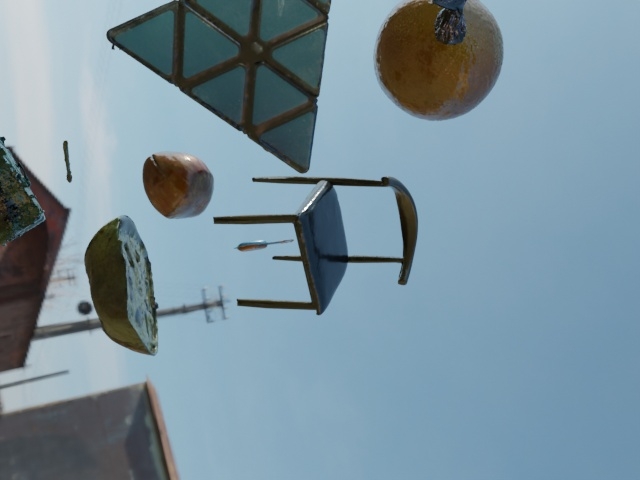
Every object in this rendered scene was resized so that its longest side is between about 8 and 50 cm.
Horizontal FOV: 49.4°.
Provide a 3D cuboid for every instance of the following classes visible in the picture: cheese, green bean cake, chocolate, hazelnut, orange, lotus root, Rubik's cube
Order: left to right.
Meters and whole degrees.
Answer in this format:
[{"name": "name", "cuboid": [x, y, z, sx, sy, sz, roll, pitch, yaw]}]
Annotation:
[{"name": "green bean cake", "cuboid": [-0.536, -0.099, 1.120, 0.208, 0.107, 0.193, 62, -16, -4]}, {"name": "lotus root", "cuboid": [-0.284, 0.068, 0.975, 0.203, 0.078, 0.183, 83, -4, -52]}, {"name": "hazelnut", "cuboid": [-0.298, -0.115, 1.428, 0.150, 0.150, 0.150, 25, -61, 56]}, {"name": "Rubik's cube", "cuboid": [-0.098, -0.261, 0.936, 0.228, 0.233, 0.228, 17, -21, 20]}, {"name": "cheese", "cuboid": [-0.104, 0.007, 1.277, 0.047, 0.111, 0.017, 157, -75, -78]}, {"name": "orange", "cuboid": [0.239, -0.379, 1.430, 0.274, 0.274, 0.274, 25, -61, 56]}, {"name": "chocolate", "cuboid": [0.218, -0.379, 1.140, 0.070, 0.072, 0.147, 46, 0, 9]}]

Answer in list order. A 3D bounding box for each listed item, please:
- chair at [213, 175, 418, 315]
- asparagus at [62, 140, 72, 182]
[{"name": "chair", "cuboid": [0.000, 0.000, 1.071, 0.272, 0.166, 0.188, -1, -61, 22]}, {"name": "asparagus", "cuboid": [-0.546, -0.169, 1.500, 0.166, 0.013, 0.016, 121, -41, -60]}]
